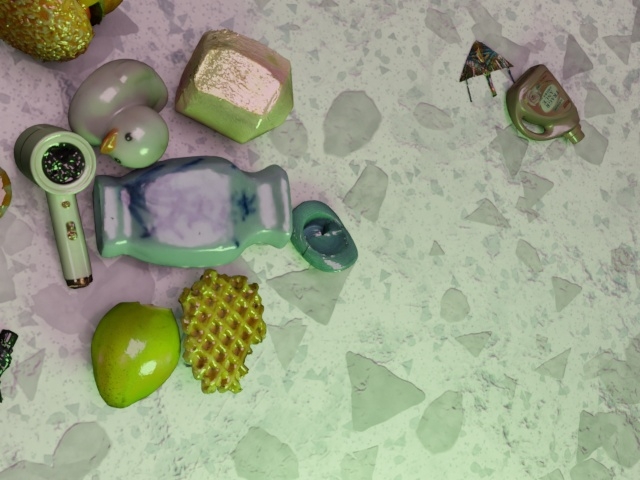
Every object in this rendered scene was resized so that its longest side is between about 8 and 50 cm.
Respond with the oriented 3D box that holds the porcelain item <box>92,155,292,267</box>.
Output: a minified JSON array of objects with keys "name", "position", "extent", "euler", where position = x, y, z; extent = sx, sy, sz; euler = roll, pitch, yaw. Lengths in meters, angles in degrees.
[{"name":"porcelain item","position":[-0.274,-0.061,1.851],"extent":[0.405,0.178,0.242],"euler":[-4,88,-19]}]

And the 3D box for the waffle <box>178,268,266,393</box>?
[{"name":"waffle","position":[-0.205,0.196,1.872],"extent":[0.291,0.051,0.291],"euler":[16,69,-49]}]

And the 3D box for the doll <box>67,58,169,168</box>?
[{"name":"doll","position":[-0.392,-0.253,1.784],"extent":[0.221,0.221,0.251],"euler":[53,36,-10]}]

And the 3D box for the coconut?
[{"name":"coconut","position":[-0.174,-0.333,1.890],"extent":[0.245,0.233,0.233],"euler":[21,77,-19]}]

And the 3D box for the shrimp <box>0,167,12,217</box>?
[{"name":"shrimp","position":[-0.716,-0.096,1.747],"extent":[0.161,0.049,0.166],"euler":[36,81,-17]}]

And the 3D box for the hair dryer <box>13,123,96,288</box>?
[{"name":"hair dryer","position":[-0.522,-0.054,1.761],"extent":[0.128,0.203,0.361],"euler":[-16,108,-26]}]

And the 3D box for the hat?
[{"name":"hat","position":[0.000,0.000,2.018],"extent":[0.138,0.078,0.191],"euler":[-29,78,-30]}]

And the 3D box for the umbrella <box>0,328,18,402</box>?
[{"name":"umbrella","position":[-0.663,0.285,1.719],"extent":[0.080,0.071,0.224],"euler":[40,64,-44]}]

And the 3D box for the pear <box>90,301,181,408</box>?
[{"name":"pear","position":[-0.385,0.238,1.781],"extent":[0.188,0.187,0.219],"euler":[12,82,-21]}]

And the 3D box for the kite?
[{"name":"kite","position":[0.437,-0.455,2.272],"extent":[0.183,0.010,0.160],"euler":[-20,93,-23]}]

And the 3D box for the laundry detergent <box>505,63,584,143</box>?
[{"name":"laundry detergent","position":[0.597,-0.332,2.296],"extent":[0.171,0.076,0.237],"euler":[-45,106,-15]}]

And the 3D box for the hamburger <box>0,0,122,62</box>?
[{"name":"hamburger","position":[-0.564,-0.518,1.697],"extent":[0.330,0.330,0.250],"euler":[43,72,-14]}]
